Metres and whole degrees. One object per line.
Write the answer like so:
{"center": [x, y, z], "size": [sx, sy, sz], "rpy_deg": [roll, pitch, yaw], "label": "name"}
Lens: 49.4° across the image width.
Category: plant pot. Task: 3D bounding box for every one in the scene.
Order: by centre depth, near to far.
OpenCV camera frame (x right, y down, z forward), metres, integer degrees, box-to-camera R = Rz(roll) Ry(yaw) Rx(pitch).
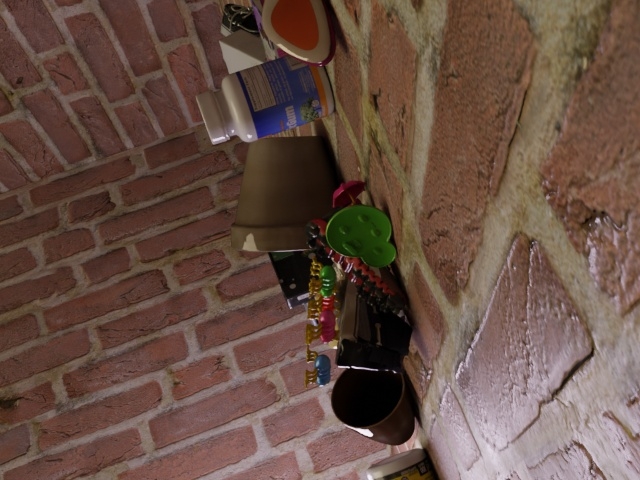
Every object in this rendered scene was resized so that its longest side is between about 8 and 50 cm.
{"center": [-0.079, -0.128, 1.817], "size": [0.323, 0.323, 0.280], "rpy_deg": [-143, 50, -80], "label": "plant pot"}
{"center": [0.175, 0.475, 1.952], "size": [0.230, 0.215, 0.215], "rpy_deg": [54, -174, -41], "label": "plant pot"}

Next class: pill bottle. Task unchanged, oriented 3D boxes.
{"center": [-0.121, -0.300, 1.495], "size": [0.152, 0.272, 0.152], "rpy_deg": [160, 90, -85], "label": "pill bottle"}
{"center": [0.278, 0.797, 2.035], "size": [0.188, 0.188, 0.333], "rpy_deg": [92, 156, -76], "label": "pill bottle"}

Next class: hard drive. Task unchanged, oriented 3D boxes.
{"center": [-0.036, 0.029, 2.070], "size": [0.064, 0.237, 0.338], "rpy_deg": [76, 171, -48], "label": "hard drive"}

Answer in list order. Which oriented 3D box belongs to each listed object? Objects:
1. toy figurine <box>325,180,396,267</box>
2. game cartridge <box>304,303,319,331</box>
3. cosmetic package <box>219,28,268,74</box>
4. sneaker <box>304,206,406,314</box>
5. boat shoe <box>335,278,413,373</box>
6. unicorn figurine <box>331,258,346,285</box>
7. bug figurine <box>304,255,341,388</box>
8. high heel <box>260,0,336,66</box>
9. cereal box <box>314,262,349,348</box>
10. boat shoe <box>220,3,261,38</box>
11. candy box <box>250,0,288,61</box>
{"center": [0.083, -0.051, 1.430], "size": [0.173, 0.130, 0.159], "rpy_deg": [45, -156, -32], "label": "toy figurine"}
{"center": [-0.046, 0.163, 2.390], "size": [0.196, 0.060, 0.294], "rpy_deg": [-128, 19, -59], "label": "game cartridge"}
{"center": [-0.174, -0.491, 1.926], "size": [0.231, 0.086, 0.117], "rpy_deg": [38, 153, 39], "label": "cosmetic package"}
{"center": [0.098, 0.033, 1.506], "size": [0.276, 0.135, 0.097], "rpy_deg": [45, 157, 9], "label": "sneaker"}
{"center": [0.126, 0.188, 1.605], "size": [0.340, 0.158, 0.127], "rpy_deg": [-78, -1, -61], "label": "boat shoe"}
{"center": [0.053, 0.022, 1.664], "size": [0.111, 0.162, 0.060], "rpy_deg": [52, -151, 15], "label": "unicorn figurine"}
{"center": [0.008, 0.173, 1.512], "size": [0.216, 0.072, 0.279], "rpy_deg": [90, -177, -48], "label": "bug figurine"}
{"center": [-0.042, -0.443, 1.315], "size": [0.181, 0.127, 0.377], "rpy_deg": [20, -142, -58], "label": "high heel"}
{"center": [0.064, 0.140, 1.808], "size": [0.240, 0.047, 0.172], "rpy_deg": [-57, -41, -49], "label": "cereal box"}
{"center": [-0.223, -0.657, 2.103], "size": [0.306, 0.113, 0.104], "rpy_deg": [-129, 38, -56], "label": "boat shoe"}
{"center": [-0.096, -0.476, 1.678], "size": [0.164, 0.070, 0.196], "rpy_deg": [-117, 9, -51], "label": "candy box"}
